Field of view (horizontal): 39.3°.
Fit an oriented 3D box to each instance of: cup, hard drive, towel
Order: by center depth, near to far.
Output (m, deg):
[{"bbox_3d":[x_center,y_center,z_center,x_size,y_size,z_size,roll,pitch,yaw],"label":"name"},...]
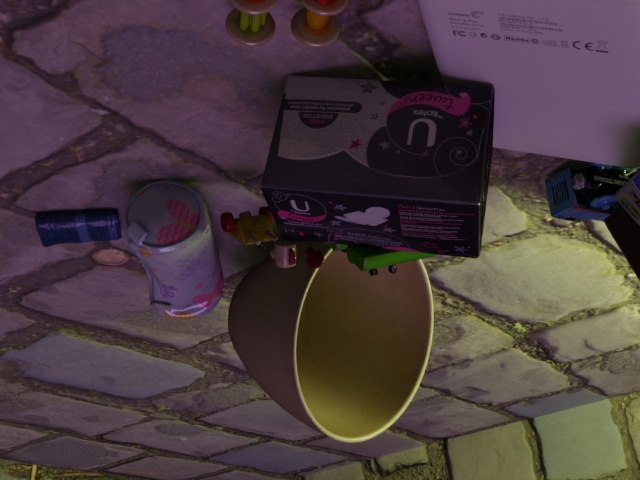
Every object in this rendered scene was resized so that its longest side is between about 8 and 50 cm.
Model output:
[{"bbox_3d":[0.240,-0.195,0.977,0.233,0.047,0.353,12,161,23],"label":"hard drive"},{"bbox_3d":[-0.353,-0.018,1.312,0.119,0.029,0.067,-3,153,-7],"label":"towel"},{"bbox_3d":[-0.011,0.133,1.437,0.237,0.331,0.331,6,168,42],"label":"cup"}]

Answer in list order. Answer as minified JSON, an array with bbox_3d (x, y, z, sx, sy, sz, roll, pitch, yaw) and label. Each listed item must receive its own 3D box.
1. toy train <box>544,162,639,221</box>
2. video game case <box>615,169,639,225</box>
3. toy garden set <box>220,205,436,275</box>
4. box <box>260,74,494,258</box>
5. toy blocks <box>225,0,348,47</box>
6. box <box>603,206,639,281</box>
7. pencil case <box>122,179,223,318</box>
[{"bbox_3d":[0.430,-0.069,1.345,0.184,0.080,0.105,6,160,-32],"label":"toy train"},{"bbox_3d":[0.477,-0.127,1.051,0.269,0.061,0.244,-40,170,10],"label":"video game case"},{"bbox_3d":[0.000,0.000,1.179,0.203,0.244,0.049,-10,115,-26],"label":"toy garden set"},{"bbox_3d":[0.074,-0.090,1.059,0.247,0.163,0.142,6,156,11],"label":"box"},{"bbox_3d":[-0.028,-0.256,0.878,0.123,0.054,0.148,-2,153,-11],"label":"toy blocks"},{"bbox_3d":[0.614,-0.062,1.239,0.381,0.143,0.191,-39,142,23],"label":"box"},{"bbox_3d":[-0.215,0.021,1.326,0.124,0.113,0.273,-25,156,-14],"label":"pencil case"}]
